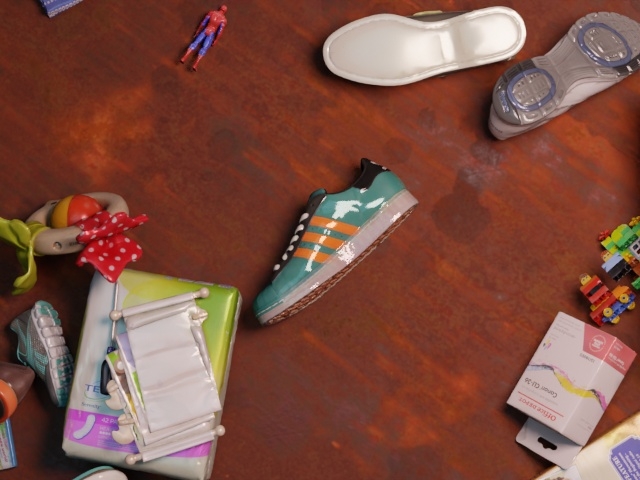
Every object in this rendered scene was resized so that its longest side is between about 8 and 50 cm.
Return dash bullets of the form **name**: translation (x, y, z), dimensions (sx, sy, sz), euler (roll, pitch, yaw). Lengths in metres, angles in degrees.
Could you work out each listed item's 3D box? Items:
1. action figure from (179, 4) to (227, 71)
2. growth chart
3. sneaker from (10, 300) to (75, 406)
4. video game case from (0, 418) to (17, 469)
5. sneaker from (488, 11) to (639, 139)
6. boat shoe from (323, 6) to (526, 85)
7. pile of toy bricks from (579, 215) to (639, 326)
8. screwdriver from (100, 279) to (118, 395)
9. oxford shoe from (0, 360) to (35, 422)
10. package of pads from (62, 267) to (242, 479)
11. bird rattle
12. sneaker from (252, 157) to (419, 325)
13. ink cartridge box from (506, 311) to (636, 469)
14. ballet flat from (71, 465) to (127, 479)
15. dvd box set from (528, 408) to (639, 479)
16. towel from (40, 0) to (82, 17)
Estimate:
- **action figure**: translation (-0.180, -0.322, 2.046), dimensions (0.038, 0.030, 0.115), euler (31, 82, 3)
- **growth chart**: translation (-0.229, 0.197, 1.880), dimensions (0.172, 0.021, 0.237), euler (-9, 86, -6)
- **sneaker**: translation (-0.428, 0.181, 1.999), dimensions (0.076, 0.065, 0.166), euler (-22, 78, 19)
- **video game case**: translation (-0.560, 0.308, 2.011), dimensions (0.166, 0.015, 0.119), euler (-12, 81, 4)
- **sneaker**: translation (0.365, -0.247, 1.948), dimensions (0.297, 0.129, 0.111), euler (-26, 79, -17)
- **boat shoe**: translation (0.158, -0.295, 1.980), dimensions (0.305, 0.091, 0.109), euler (-7, 94, 5)
- **pile of toy bricks**: translation (0.457, 0.017, 1.916), dimensions (0.212, 0.118, 0.105), euler (-43, 47, 8)
- **screwdriver**: translation (-0.305, 0.142, 1.899), dimensions (0.024, 0.025, 0.170), euler (3, 84, 4)
- **oxford shoe**: translation (-0.562, 0.221, 1.989), dimensions (0.271, 0.098, 0.097), euler (5, 119, 23)
- **package of pads**: translation (-0.256, 0.198, 1.953), dimensions (0.229, 0.101, 0.296), euler (10, 83, 5)
- **bird rattle**: translation (-0.369, -0.024, 1.942), dimensions (0.253, 0.207, 0.143), euler (-15, 115, 18)
- **sneaker**: translation (0.000, 0.000, 1.955), dimensions (0.302, 0.108, 0.121), euler (-41, 80, -9)
- **ink cartridge box**: translation (0.353, 0.217, 1.882), dimensions (0.115, 0.067, 0.198), euler (26, 85, 49)
- **ballet flat**: translation (-0.426, 0.492, 1.905), dimensions (0.400, 0.139, 0.139), euler (-36, 81, 6)
- **dvd box set**: translation (0.456, 0.432, 1.876), dimensions (0.420, 0.062, 0.307), euler (-33, 81, 0)
- **towel**: translation (-0.407, -0.554, 2.097), dimensions (0.243, 0.040, 0.336), euler (-28, 83, 0)
